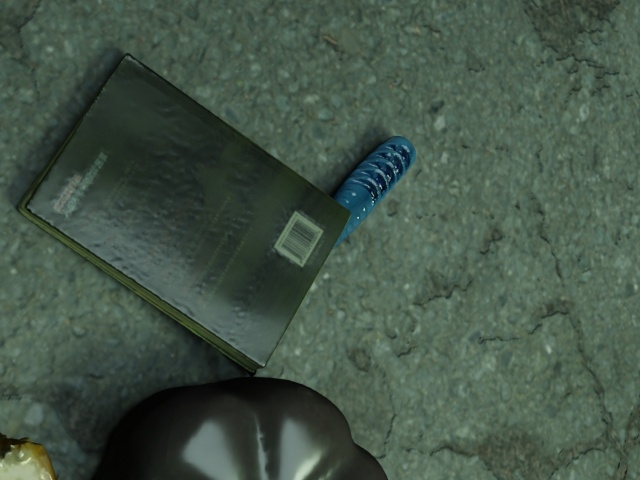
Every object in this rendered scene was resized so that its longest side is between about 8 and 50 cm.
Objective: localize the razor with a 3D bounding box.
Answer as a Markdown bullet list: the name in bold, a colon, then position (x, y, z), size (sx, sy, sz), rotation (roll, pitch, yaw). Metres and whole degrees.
- **razor**: position (0.000, 0.000, 1.118), size (0.253, 0.042, 0.082), rotation (-47, 108, -26)

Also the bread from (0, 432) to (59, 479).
- **bread**: position (-0.226, 0.272, 0.881), size (0.114, 0.184, 0.275), rotation (-14, 93, -37)

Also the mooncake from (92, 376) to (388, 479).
- **mooncake**: position (-0.059, 0.219, 1.018), size (0.244, 0.133, 0.245), rotation (3, 83, -23)

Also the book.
- **book**: position (-0.102, -0.023, 1.044), size (0.228, 0.024, 0.160), rotation (35, 69, -11)
